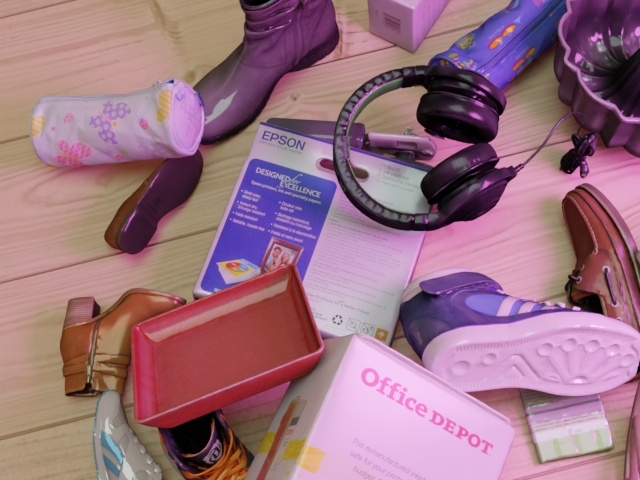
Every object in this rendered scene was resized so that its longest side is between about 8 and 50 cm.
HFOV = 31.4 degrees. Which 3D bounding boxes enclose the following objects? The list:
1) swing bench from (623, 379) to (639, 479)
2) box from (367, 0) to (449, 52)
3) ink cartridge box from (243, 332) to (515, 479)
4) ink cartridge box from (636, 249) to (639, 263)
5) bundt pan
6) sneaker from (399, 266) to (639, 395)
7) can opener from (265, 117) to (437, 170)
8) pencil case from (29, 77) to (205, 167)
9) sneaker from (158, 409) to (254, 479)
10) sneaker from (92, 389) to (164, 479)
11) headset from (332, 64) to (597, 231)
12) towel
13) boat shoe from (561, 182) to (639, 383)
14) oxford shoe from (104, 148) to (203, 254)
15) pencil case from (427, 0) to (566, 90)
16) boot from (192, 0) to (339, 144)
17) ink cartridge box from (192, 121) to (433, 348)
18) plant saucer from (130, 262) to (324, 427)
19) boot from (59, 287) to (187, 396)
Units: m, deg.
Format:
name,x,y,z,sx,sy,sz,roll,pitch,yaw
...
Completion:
name,x,y,z,sx,sy,sz,roll,pitch,yaw
swing bench,0.538,0.330,1.498,0.253,0.165,0.254,8,43,9
box,0.158,-0.424,1.882,0.091,0.130,0.170,28,71,16
ink cartridge box,0.048,0.353,1.475,0.279,0.160,0.384,32,69,-18
ink cartridge box,0.614,0.060,1.589,0.283,0.117,0.207,-8,64,-25
bundt pan,0.508,-0.256,1.762,0.331,0.124,0.330,4,57,-7
sneaker,0.273,0.106,1.617,0.323,0.130,0.236,-2,31,-9
can opener,0.047,-0.143,1.798,0.281,0.074,0.093,9,67,9
pencil case,-0.320,-0.181,1.783,0.273,0.124,0.113,-5,46,22
sneaker,-0.126,0.330,1.546,0.321,0.180,0.124,41,76,19
sneaker,-0.272,0.322,1.620,0.092,0.087,0.228,-10,73,-8
headset,0.215,-0.134,1.714,0.394,0.185,0.243,-3,78,1
towel,0.349,0.238,1.640,0.113,0.023,0.152,-11,68,2
boat shoe,0.412,0.059,1.661,0.105,0.110,0.307,-19,66,-5
oxford shoe,-0.268,-0.072,1.798,0.076,0.076,0.212,12,55,46
pencil case,0.314,-0.333,1.832,0.306,0.133,0.119,-42,92,-12
boot,-0.109,-0.318,1.805,0.118,0.222,0.338,40,75,18
ink cartridge box,0.000,0.000,1.736,0.304,0.072,0.307,17,66,7
plant saucer,-0.129,0.148,1.556,0.259,0.047,0.258,-22,27,0
boot,-0.293,0.156,1.697,0.197,0.073,0.152,-9,64,14
